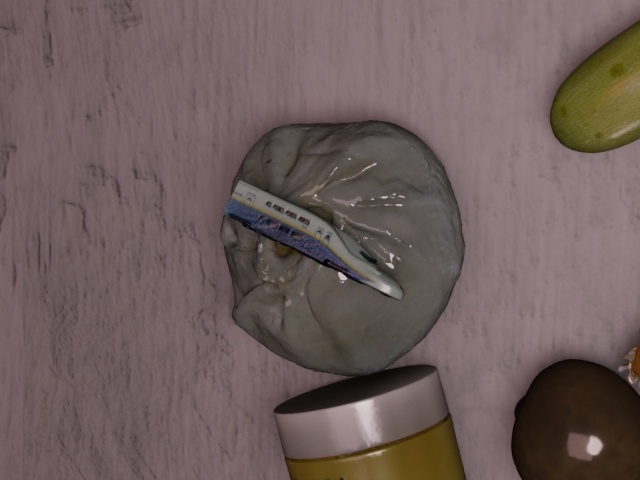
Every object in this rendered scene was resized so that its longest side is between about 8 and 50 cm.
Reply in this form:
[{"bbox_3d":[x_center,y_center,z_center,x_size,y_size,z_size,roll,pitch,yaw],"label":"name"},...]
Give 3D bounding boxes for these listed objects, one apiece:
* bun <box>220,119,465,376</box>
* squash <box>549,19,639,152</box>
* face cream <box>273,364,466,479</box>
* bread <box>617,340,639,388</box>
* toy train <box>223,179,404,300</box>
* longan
[{"bbox_3d":[0.012,0.013,1.291,0.354,0.194,0.354,2,95,27],"label":"bun"},{"bbox_3d":[0.342,-0.170,1.150,0.187,0.123,0.123,-32,81,31],"label":"squash"},{"bbox_3d":[0.067,0.274,1.277,0.218,0.218,0.179,-15,89,27],"label":"face cream"},{"bbox_3d":[0.469,0.171,1.120,0.241,0.107,0.136,44,114,22],"label":"bread"},{"bbox_3d":[0.000,0.000,1.162,0.234,0.052,0.051,26,92,20],"label":"toy train"},{"bbox_3d":[0.301,0.230,1.192,0.204,0.159,0.185,-161,70,-64],"label":"longan"}]
